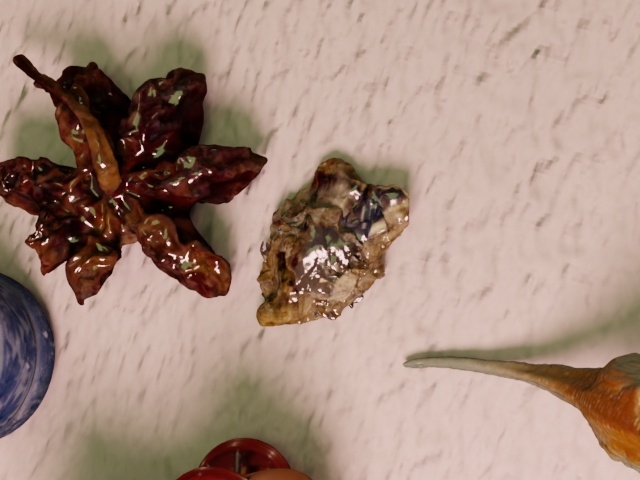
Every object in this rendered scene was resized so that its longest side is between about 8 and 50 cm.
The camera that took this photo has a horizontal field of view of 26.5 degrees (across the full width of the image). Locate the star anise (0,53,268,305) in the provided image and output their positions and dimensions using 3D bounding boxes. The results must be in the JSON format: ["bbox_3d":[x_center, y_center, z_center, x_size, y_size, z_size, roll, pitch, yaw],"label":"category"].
[{"bbox_3d":[-0.157,-0.044,1.047,0.220,0.126,0.190,6,92,11],"label":"star anise"}]

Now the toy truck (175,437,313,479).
[{"bbox_3d":[-0.081,0.283,0.977,0.265,0.189,0.239,-22,87,6],"label":"toy truck"}]

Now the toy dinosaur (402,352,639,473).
[{"bbox_3d":[0.225,0.117,0.920,0.393,0.205,0.092,23,99,33],"label":"toy dinosaur"}]

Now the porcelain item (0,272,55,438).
[{"bbox_3d":[-0.293,0.091,1.075,0.147,0.114,0.147,-1,85,15],"label":"porcelain item"}]

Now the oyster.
[{"bbox_3d":[-0.001,0.009,1.041,0.103,0.051,0.148,31,105,21],"label":"oyster"}]
